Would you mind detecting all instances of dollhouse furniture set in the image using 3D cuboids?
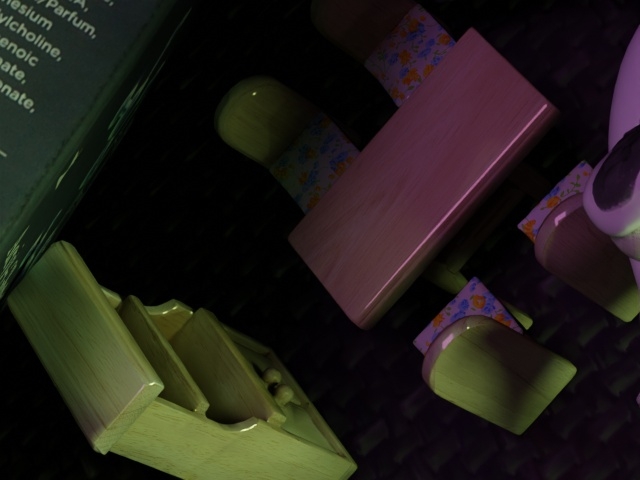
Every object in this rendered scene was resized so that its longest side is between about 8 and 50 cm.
[{"bbox_3d":[0.000,0.000,0.917,0.242,0.161,0.212,-49,48,11],"label":"dollhouse furniture set"}]

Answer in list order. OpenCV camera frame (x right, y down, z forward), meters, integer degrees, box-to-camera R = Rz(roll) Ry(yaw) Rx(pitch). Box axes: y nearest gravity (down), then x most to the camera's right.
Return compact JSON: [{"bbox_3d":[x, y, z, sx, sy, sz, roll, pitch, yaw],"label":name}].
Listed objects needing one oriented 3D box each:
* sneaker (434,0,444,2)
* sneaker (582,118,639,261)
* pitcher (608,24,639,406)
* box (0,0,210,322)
[{"bbox_3d":[0.124,-0.179,0.954,0.283,0.122,0.110,16,116,61],"label":"sneaker"},{"bbox_3d":[0.225,-0.032,0.688,0.110,0.292,0.118,-34,74,60],"label":"sneaker"},{"bbox_3d":[0.170,-0.020,0.778,0.125,0.178,0.207,0,70,24],"label":"pitcher"},{"bbox_3d":[-0.209,-0.079,0.941,0.395,0.212,0.293,-59,4,-21],"label":"box"}]
